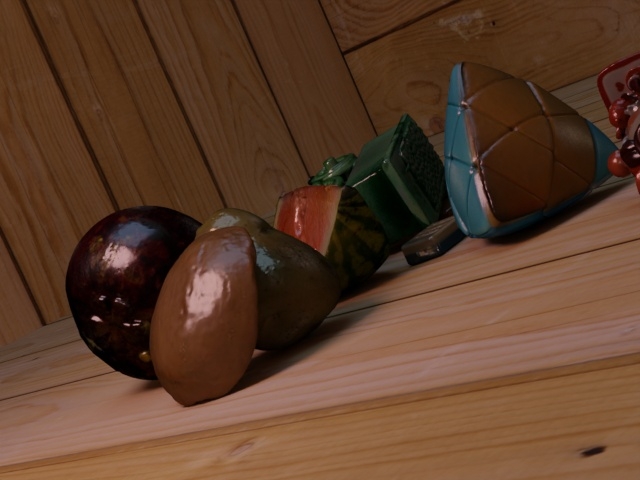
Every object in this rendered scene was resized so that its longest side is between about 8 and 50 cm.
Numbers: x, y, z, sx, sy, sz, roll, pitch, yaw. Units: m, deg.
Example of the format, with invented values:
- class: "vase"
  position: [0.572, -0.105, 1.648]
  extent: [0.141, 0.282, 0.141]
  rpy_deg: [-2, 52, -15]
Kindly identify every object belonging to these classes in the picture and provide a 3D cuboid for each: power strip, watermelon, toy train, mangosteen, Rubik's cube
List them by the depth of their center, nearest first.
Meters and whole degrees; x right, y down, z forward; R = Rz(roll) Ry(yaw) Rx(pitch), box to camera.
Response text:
- class: "Rubik's cube"
  position: [0.213, -0.113, 1.766]
  extent: [0.254, 0.254, 0.254]
  rpy_deg: [-23, 6, 2]
- class: "mangosteen"
  position: [-0.202, 0.062, 1.797]
  extent: [0.231, 0.231, 0.289]
  rpy_deg: [-21, 0, 26]
- class: "power strip"
  position: [0.160, -0.002, 1.872]
  extent: [0.056, 0.032, 0.123]
  rpy_deg: [-22, 6, 32]
- class: "watermelon"
  position: [0.025, 0.011, 1.872]
  extent: [0.128, 0.159, 0.303]
  rpy_deg: [6, -4, -17]
- class: "toy train"
  position: [0.080, -0.071, 2.105]
  extent: [0.202, 0.145, 0.266]
  rpy_deg: [-29, 15, 21]

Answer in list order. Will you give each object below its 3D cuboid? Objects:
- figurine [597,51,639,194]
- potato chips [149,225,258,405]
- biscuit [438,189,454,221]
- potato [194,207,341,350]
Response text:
- class: "figurine"
  position: [0.395, -0.119, 1.507]
  extent: [0.183, 0.160, 0.226]
  rpy_deg: [-22, 14, 30]
- class: "potato chips"
  position: [-0.141, 0.079, 1.537]
  extent: [0.062, 0.208, 0.195]
  rpy_deg: [20, 12, -38]
- class: "biscuit"
  position: [0.240, -0.079, 2.204]
  extent: [0.278, 0.043, 0.301]
  rpy_deg: [-22, 6, 18]
- class: "potato"
  position: [-0.075, 0.043, 1.633]
  extent: [0.157, 0.194, 0.157]
  rpy_deg: [-42, -12, -11]
